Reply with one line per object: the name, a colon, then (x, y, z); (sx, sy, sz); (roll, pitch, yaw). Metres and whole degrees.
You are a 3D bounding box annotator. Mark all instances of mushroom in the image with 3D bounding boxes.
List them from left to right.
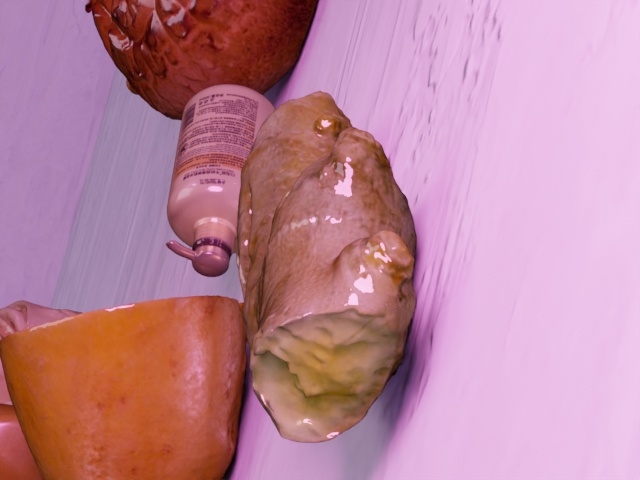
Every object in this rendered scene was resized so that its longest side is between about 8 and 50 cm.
mushroom: (-0.095, -0.222, 1.326); (0.253, 0.153, 0.253); (-10, 77, 51)

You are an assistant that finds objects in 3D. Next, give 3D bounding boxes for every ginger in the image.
ginger: (0.002, 0.003, 0.846); (0.290, 0.089, 0.137); (-109, 19, -76)

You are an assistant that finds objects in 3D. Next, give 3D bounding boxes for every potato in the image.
potato: (-0.126, 0.127, 1.101); (0.203, 0.178, 0.158); (-16, 80, 61)

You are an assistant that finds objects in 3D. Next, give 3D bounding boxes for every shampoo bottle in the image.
shampoo bottle: (-0.075, -0.040, 1.224); (0.079, 0.079, 0.162); (120, 161, -47)

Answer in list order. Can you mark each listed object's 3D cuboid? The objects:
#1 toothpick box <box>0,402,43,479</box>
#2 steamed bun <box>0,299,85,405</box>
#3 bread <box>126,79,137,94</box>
toothpick box: (-0.375, 0.311, 1.305); (0.409, 0.408, 0.425); (148, 143, -71)
steamed bun: (-0.333, 0.205, 1.730); (0.276, 0.203, 0.289); (124, 158, -52)
bread: (-0.146, -0.237, 1.775); (0.271, 0.077, 0.139); (151, 138, -70)
